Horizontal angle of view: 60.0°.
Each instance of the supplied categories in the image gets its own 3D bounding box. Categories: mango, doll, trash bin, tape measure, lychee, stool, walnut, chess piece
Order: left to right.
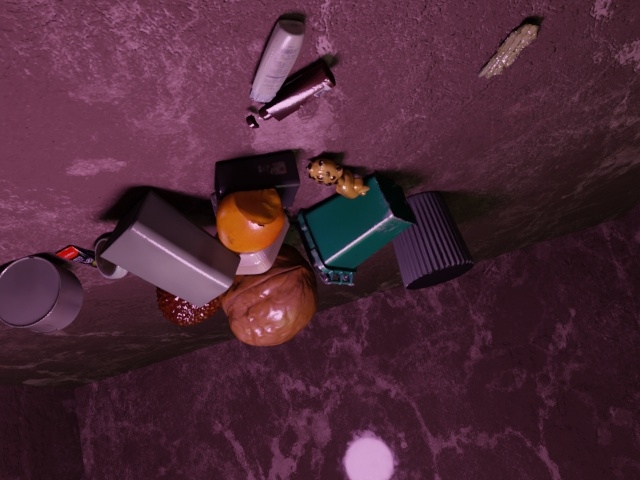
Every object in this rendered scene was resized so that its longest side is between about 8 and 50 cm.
[{"bbox_3d":[-0.600,0.043,1.860,0.139,0.139,0.271,-31,168,36],"label":"chess piece"},{"bbox_3d":[-0.438,0.043,1.645,0.343,0.158,0.223,38,133,-23],"label":"trash bin"},{"bbox_3d":[-0.488,0.182,2.117,0.275,0.304,0.276,18,149,11],"label":"lychee"},{"bbox_3d":[-0.209,-0.040,1.587,0.187,0.138,0.257,8,151,-14],"label":"mango"},{"bbox_3d":[-0.236,-0.010,1.848,0.231,0.271,0.133,-3,137,27],"label":"tape measure"},{"bbox_3d":[-0.190,-0.166,1.616,0.225,0.115,0.165,-8,161,-15],"label":"trash bin"},{"bbox_3d":[-0.182,0.192,1.984,0.397,0.354,0.308,-35,167,37],"label":"walnut"},{"bbox_3d":[0.059,-0.195,1.765,0.117,0.086,0.291,-5,166,32],"label":"doll"},{"bbox_3d":[0.130,-0.039,1.998,0.381,0.295,0.259,-34,156,28],"label":"trash bin"},{"bbox_3d":[0.433,0.001,2.278,0.297,0.330,0.297,-15,161,-5],"label":"stool"}]

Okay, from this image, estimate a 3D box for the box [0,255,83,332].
[{"bbox_3d":[-0.905,0.179,1.789,0.226,0.226,0.149,-17,161,1],"label":"box"}]

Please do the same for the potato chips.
[{"bbox_3d":[0.484,-0.480,1.410,0.091,0.028,0.207,-8,158,-20],"label":"potato chips"}]

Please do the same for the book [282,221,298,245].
[{"bbox_3d":[-0.230,0.007,2.137,0.282,0.025,0.215,-5,143,-31],"label":"book"}]

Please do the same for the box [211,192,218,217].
[{"bbox_3d":[-0.272,-0.111,1.733,0.122,0.089,0.062,-15,172,-5],"label":"box"}]

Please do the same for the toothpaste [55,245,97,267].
[{"bbox_3d":[-0.782,0.059,1.852,0.071,0.045,0.193,-23,155,18],"label":"toothpaste"}]

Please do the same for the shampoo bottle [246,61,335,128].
[{"bbox_3d":[-0.075,-0.331,1.299,0.236,0.067,0.068,-25,150,24],"label":"shampoo bottle"}]

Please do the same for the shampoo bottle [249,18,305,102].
[{"bbox_3d":[-0.095,-0.375,1.176,0.072,0.049,0.212,-10,160,-31],"label":"shampoo bottle"}]
